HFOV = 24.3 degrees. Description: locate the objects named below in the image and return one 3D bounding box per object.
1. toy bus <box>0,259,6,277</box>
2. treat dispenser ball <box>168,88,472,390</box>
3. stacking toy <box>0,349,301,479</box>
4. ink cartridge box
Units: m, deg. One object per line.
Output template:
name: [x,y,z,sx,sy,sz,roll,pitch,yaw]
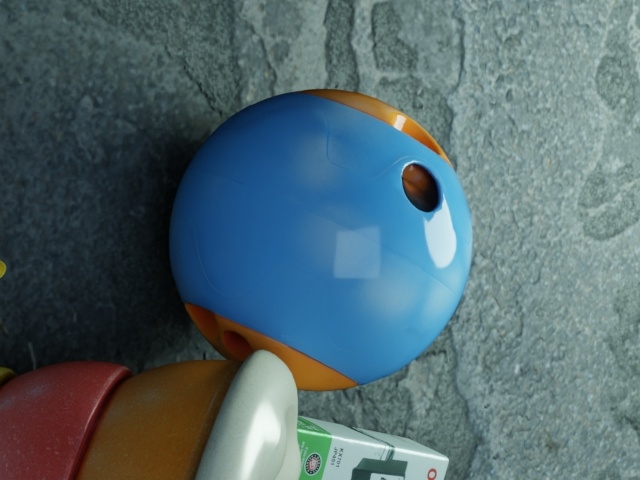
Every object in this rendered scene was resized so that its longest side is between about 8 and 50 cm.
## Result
toy bus: [-0.389,0.033,1.292,0.220,0.149,0.211,-37,130,-18]
treat dispenser ball: [0.000,0.000,1.410,0.288,0.288,0.288,-5,100,-29]
stacking toy: [-0.275,0.220,1.275,0.479,0.350,0.351,13,91,7]
ink cartridge box: [0.018,0.276,1.582,0.208,0.087,0.153,15,91,-32]
